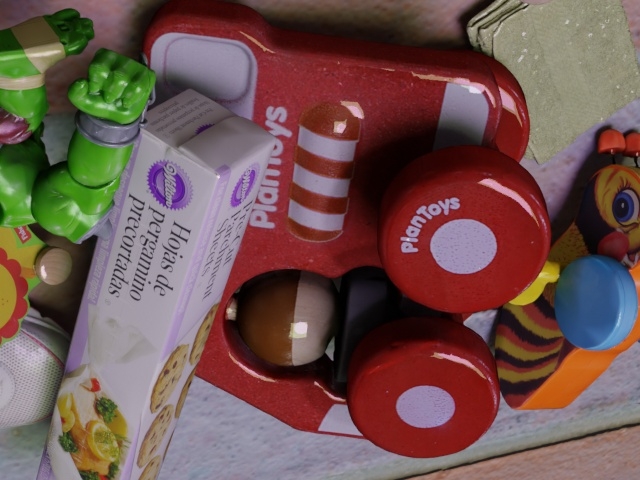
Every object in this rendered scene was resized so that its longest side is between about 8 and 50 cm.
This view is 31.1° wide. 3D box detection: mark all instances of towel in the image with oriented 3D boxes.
[{"bbox_3d":[0.167,-0.129,0.800,0.110,0.027,0.148,-35,131,1],"label":"towel"}]

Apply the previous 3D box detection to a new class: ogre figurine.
[{"bbox_3d":[-0.182,-0.059,0.605,0.197,0.097,0.118,-1,128,-4],"label":"ogre figurine"}]

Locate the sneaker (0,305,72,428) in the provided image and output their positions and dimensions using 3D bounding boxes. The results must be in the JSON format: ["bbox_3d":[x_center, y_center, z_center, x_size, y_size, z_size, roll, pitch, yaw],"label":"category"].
[{"bbox_3d":[-0.265,0.102,0.706,0.252,0.111,0.103,0,125,-30],"label":"sneaker"}]

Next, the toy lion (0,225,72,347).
[{"bbox_3d":[-0.204,0.015,0.688,0.096,0.034,0.100,-42,126,-31],"label":"toy lion"}]

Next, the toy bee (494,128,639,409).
[{"bbox_3d":[0.237,0.007,0.879,0.298,0.162,0.195,-29,149,30],"label":"toy bee"}]

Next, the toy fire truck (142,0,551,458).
[{"bbox_3d":[0.000,0.000,0.750,0.254,0.169,0.302,9,125,-2],"label":"toy fire truck"}]

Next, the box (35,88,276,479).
[{"bbox_3d":[-0.112,0.062,0.713,0.067,0.063,0.324,-42,159,-53],"label":"box"}]

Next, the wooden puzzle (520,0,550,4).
[{"bbox_3d":[0.100,-0.274,0.650,0.238,0.044,0.221,21,114,-31],"label":"wooden puzzle"}]
